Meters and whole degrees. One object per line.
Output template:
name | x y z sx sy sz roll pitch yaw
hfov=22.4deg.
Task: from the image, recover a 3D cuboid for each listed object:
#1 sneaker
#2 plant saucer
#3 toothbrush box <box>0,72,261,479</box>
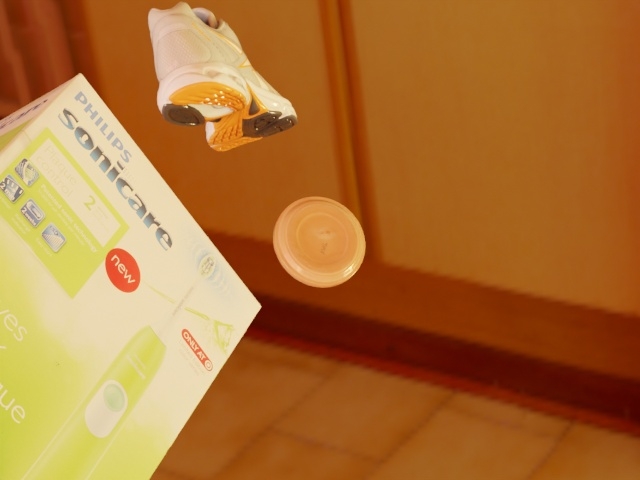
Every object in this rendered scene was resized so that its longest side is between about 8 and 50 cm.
sneaker | -0.098 -0.171 1.633 0.099 0.121 0.262 -19 -12 10
plant saucer | 0.000 0.000 1.416 0.083 0.083 0.013 -21 -12 -23
toothbrush box | -0.188 0.063 1.001 0.122 0.206 0.283 -25 20 34
